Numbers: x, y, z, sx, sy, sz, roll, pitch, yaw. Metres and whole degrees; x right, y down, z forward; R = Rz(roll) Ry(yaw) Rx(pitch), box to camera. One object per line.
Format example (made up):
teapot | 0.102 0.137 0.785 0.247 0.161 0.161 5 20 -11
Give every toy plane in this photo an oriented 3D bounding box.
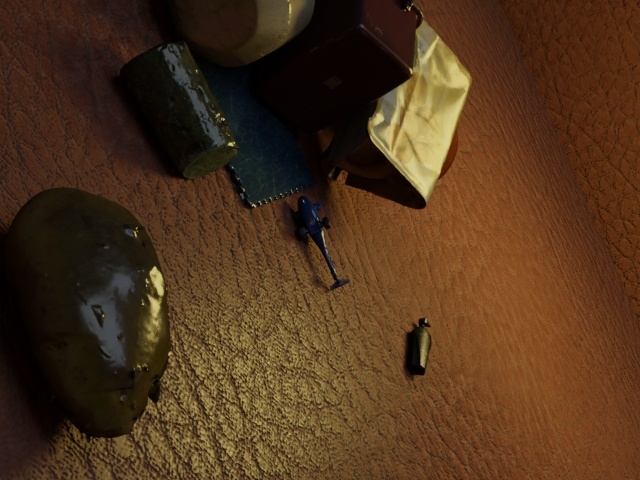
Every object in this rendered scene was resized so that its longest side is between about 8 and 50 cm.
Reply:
toy plane | 0.000 0.000 1.848 0.062 0.054 0.167 58 9 -80

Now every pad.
pad | -0.118 -0.190 1.852 0.269 0.012 0.270 62 27 0

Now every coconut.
coconut | -0.130 -0.398 1.794 0.241 0.241 0.241 41 33 -35

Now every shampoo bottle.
shampoo bottle | 0.182 0.191 2.006 0.048 0.027 0.137 42 32 -19

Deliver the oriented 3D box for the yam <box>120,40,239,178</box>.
yam | -0.200 -0.187 1.604 0.194 0.107 0.107 61 27 -5

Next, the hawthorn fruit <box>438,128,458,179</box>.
hawthorn fruit | 0.196 -0.193 2.234 0.251 0.199 0.199 52 25 -51

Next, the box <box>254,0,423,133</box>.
box | 0.023 -0.327 1.911 0.193 0.294 0.167 37 41 -34

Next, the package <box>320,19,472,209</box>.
package | 0.132 -0.233 2.047 0.221 0.165 0.311 43 56 -34

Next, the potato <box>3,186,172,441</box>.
potato | -0.251 0.076 1.233 0.192 0.141 0.296 17 53 -51
